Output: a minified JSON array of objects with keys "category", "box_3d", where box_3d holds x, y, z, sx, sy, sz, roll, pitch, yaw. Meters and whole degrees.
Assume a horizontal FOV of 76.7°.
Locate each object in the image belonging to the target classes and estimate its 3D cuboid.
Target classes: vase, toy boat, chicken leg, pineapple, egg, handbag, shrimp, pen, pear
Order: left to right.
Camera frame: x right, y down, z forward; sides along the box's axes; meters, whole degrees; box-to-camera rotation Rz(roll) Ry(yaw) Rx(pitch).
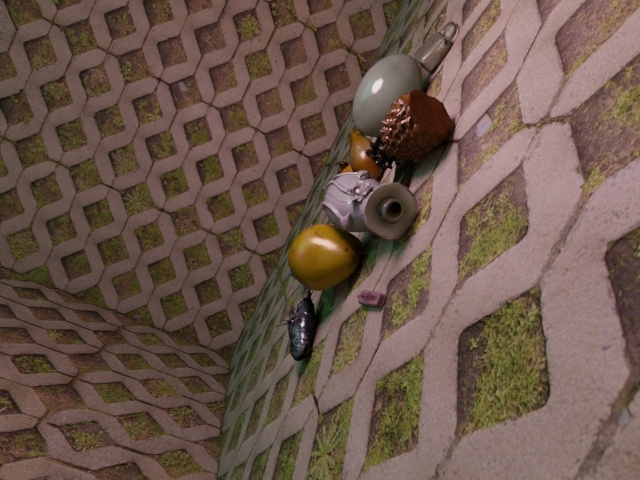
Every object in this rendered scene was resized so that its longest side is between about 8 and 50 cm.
[{"category":"shrimp","box_3d":[-0.098,0.354,1.795,0.372,0.171,0.137,-91,23,-49]},{"category":"pear","box_3d":[0.024,0.078,1.693,0.336,0.284,0.285,27,92,38]},{"category":"chicken leg","box_3d":[0.119,-0.307,2.303,0.407,0.095,0.158,-67,-21,-48]},{"category":"vase","box_3d":[0.166,-0.127,1.473,0.250,0.249,0.445,-64,20,1]},{"category":"pen","box_3d":[0.161,0.192,1.348,0.053,0.032,0.197,-68,14,-11]},{"category":"egg","box_3d":[0.303,-0.658,1.851,0.389,0.275,0.276,-55,15,19]},{"category":"pineapple","box_3d":[0.282,-0.358,1.454,0.357,0.222,0.223,-38,29,57]},{"category":"toy boat","box_3d":[0.320,-0.289,1.578,0.093,0.055,0.293,-52,18,48]},{"category":"handbag","box_3d":[0.534,-0.891,1.845,0.219,0.079,0.256,-45,20,28]}]

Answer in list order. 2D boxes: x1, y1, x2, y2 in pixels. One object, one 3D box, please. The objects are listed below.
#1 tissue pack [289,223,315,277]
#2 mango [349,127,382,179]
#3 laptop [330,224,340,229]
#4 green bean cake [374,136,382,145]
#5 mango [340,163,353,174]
[{"category":"tissue pack","box_3d":[-0.060,0.071,2.243,0.198,0.146,0.264,-54,16,42]},{"category":"mango","box_3d":[0.201,-0.405,1.928,0.193,0.146,0.317,77,175,-57]},{"category":"laptop","box_3d":[0.000,0.000,2.091,0.268,0.015,0.188,-17,37,23]},{"category":"green bean cake","box_3d":[0.302,-0.469,2.006,0.135,0.056,0.135,-66,12,-2]},{"category":"mango","box_3d":[0.160,-0.293,2.068,0.187,0.137,0.257,-10,61,61]}]
